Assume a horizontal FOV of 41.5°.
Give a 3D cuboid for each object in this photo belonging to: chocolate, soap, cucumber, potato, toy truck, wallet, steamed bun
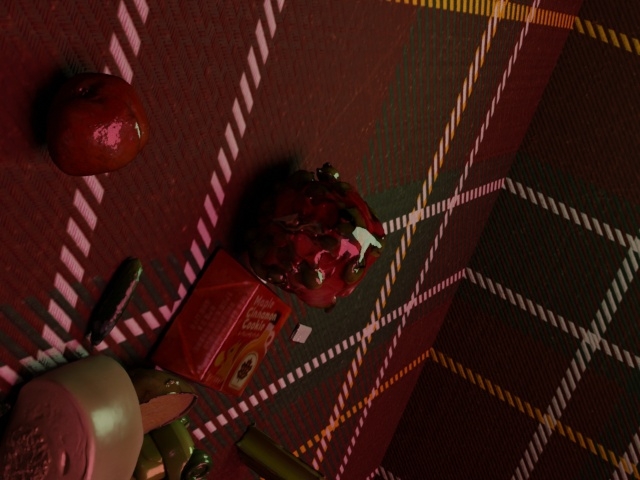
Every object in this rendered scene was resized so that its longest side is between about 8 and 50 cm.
[{"bbox_3d":[-0.169,0.163,1.542,0.235,0.108,0.237,-59,157,-10],"label":"chocolate"},{"bbox_3d":[-0.089,0.544,2.005,0.076,0.233,0.135,-47,153,-24],"label":"soap"},{"bbox_3d":[-0.306,0.096,1.254,0.155,0.037,0.037,-62,158,0],"label":"cucumber"},{"bbox_3d":[-0.296,0.264,1.417,0.164,0.081,0.200,-28,158,-2],"label":"potato"},{"bbox_3d":[-0.300,0.411,1.525,0.210,0.148,0.187,-3,130,-39],"label":"toy truck"},{"bbox_3d":[-0.046,0.221,2.004,0.044,0.011,0.083,-61,159,-1],"label":"wallet"},{"bbox_3d":[-0.349,0.302,1.221,0.200,0.154,0.250,-3,112,-69],"label":"steamed bun"}]

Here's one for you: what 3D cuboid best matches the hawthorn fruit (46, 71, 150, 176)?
[{"bbox_3d":[-0.262,-0.133,0.980,0.128,0.128,0.128,-47,154,-31],"label":"hawthorn fruit"}]

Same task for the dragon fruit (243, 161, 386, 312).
[{"bbox_3d":[-0.008,-0.009,1.537,0.231,0.237,0.303,-48,-179,18],"label":"dragon fruit"}]

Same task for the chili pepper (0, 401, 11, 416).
[{"bbox_3d":[-0.455,0.233,1.097,0.055,0.035,0.118,-46,156,8],"label":"chili pepper"}]
